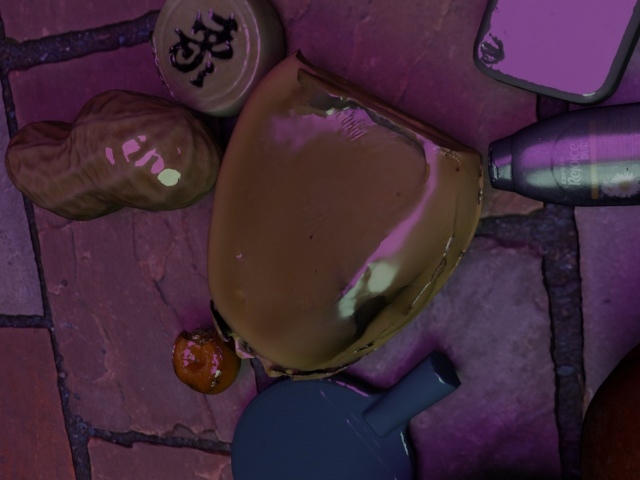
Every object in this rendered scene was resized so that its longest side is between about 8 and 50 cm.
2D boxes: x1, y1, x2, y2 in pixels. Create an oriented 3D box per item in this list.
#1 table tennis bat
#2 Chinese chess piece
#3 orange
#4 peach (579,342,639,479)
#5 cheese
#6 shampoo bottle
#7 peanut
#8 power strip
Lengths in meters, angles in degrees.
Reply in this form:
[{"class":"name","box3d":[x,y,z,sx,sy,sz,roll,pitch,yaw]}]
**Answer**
[{"class":"table tennis bat","box3d":[0.024,0.231,0.703,0.215,0.044,0.329,49,117,10]},{"class":"Chinese chess piece","box3d":[-0.108,-0.203,0.665,0.144,0.058,0.144,5,103,24]},{"class":"orange","box3d":[-0.130,0.141,0.742,0.086,0.062,0.086,-3,83,28]},{"class":"peach","box3d":[0.310,0.171,0.451,0.252,0.252,0.252,5,102,23]},{"class":"cheese","box3d":[0.000,0.000,0.627,0.259,0.128,0.315,33,107,25]},{"class":"shampoo bottle","box3d":[0.262,-0.071,0.531,0.234,0.049,0.087,-2,106,24]},{"class":"peanut","box3d":[-0.241,-0.091,0.702,0.298,0.120,0.136,-4,108,32]},{"class":"power strip","box3d":[0.250,-0.236,0.498,0.194,0.059,0.265,24,109,22]}]
